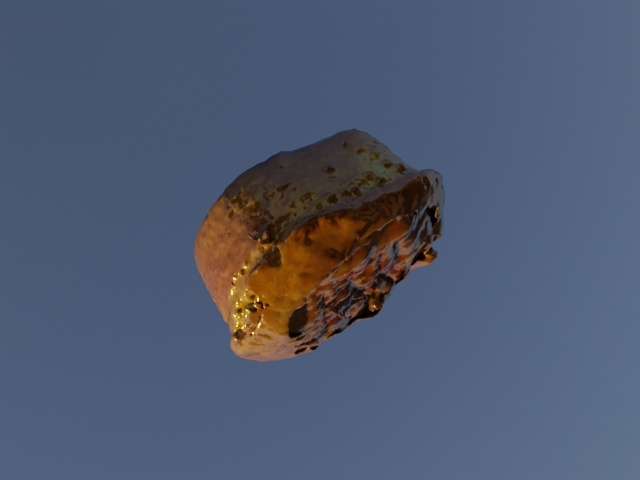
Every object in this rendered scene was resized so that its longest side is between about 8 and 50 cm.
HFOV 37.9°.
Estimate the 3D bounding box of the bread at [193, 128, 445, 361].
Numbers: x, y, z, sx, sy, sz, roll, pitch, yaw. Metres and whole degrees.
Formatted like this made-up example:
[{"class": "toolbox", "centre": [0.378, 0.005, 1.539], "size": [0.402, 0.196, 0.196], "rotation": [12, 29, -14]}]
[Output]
[{"class": "bread", "centre": [0.002, 0.000, 1.300], "size": [0.358, 0.204, 0.336], "rotation": [-22, -25, -36]}]
